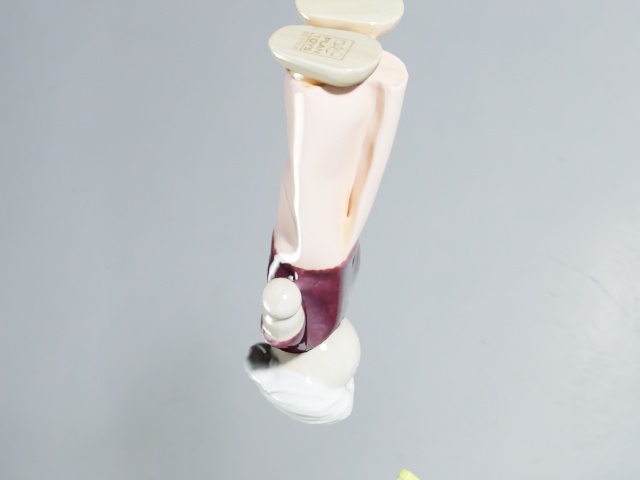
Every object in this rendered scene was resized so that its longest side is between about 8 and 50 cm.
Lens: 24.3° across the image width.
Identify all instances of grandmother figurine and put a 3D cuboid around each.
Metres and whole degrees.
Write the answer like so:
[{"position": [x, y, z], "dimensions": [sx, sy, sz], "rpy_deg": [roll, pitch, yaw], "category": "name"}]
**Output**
[{"position": [0.000, 0.000, 1.077], "dimensions": [0.104, 0.208, 0.342], "rpy_deg": [17, 129, 17], "category": "grandmother figurine"}]

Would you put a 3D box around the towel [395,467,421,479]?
[{"position": [0.034, 0.328, 1.379], "dimensions": [0.237, 0.102, 0.021], "rpy_deg": [-49, 31, -11], "category": "towel"}]
